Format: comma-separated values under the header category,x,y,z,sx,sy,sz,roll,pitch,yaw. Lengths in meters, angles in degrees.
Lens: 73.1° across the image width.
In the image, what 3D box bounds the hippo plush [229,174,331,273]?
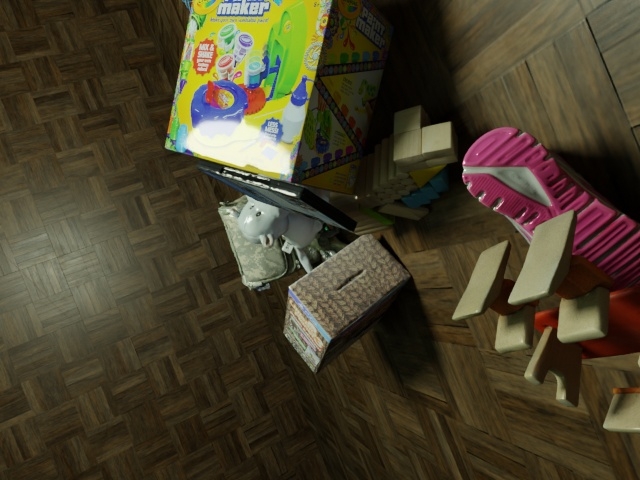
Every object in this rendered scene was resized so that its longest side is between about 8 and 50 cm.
category,x,y,z,sx,sy,sz,roll,pitch,yaw
hippo plush,-0.111,-0.083,1.059,0.234,0.236,0.294,42,119,32

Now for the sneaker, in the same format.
category,x,y,z,sx,sy,sz,roll,pitch,yaw
sneaker,0.272,-0.029,0.484,0.103,0.111,0.252,-42,87,30

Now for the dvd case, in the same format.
category,x,y,z,sx,sy,sz,roll,pitch,yaw
dvd case,-0.078,-0.081,0.770,0.253,0.022,0.180,20,176,35

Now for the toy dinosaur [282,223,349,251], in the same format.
category,x,y,z,sx,sy,sz,roll,pitch,yaw
toy dinosaur,0.014,-0.015,1.165,0.268,0.064,0.118,17,116,33

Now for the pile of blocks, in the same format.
category,x,y,z,sx,sy,sz,roll,pitch,yaw
pile of blocks,0.133,-0.117,0.752,0.362,0.148,0.113,142,137,-63

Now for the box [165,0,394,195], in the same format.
category,x,y,z,sx,sy,sz,roll,pitch,yaw
box,-0.074,-0.248,0.713,0.289,0.177,0.279,18,99,33

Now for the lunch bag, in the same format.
category,x,y,z,sx,sy,sz,roll,pitch,yaw
lunch bag,-0.172,-0.017,1.407,0.212,0.255,0.305,25,134,63

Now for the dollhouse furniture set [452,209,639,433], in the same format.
category,x,y,z,sx,sy,sz,roll,pitch,yaw
dollhouse furniture set,0.301,0.065,0.370,0.262,0.135,0.259,35,152,-5

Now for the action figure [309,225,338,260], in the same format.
category,x,y,z,sx,sy,sz,roll,pitch,yaw
action figure,0.000,0.000,1.266,0.232,0.063,0.137,57,153,26

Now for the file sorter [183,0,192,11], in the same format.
category,x,y,z,sx,sy,sz,roll,pitch,yaw
file sorter,-0.399,-0.818,1.375,0.170,0.104,0.118,56,158,28

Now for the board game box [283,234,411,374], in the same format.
category,x,y,z,sx,sy,sz,roll,pitch,yaw
board game box,0.048,0.157,1.020,0.141,0.232,0.291,48,154,19
